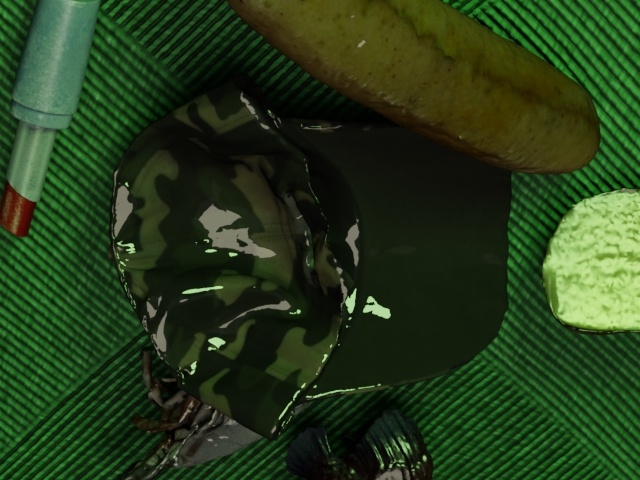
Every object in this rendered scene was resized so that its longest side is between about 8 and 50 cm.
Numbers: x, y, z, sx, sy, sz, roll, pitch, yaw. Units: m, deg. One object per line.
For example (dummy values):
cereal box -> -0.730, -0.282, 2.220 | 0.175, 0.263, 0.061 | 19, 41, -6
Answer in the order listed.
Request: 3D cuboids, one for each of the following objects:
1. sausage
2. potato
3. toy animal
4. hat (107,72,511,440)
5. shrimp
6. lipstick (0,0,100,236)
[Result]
sausage -> 0.102, -0.165, 1.560 | 0.501, 0.136, 0.123 | 25, 130, -37
potato -> 0.366, 0.033, 1.774 | 0.271, 0.160, 0.111 | -5, 161, 1
toy animal -> 0.041, 0.299, 1.859 | 0.218, 0.179, 0.116 | -46, 138, 18
hat -> 0.000, 0.000, 1.732 | 0.381, 0.257, 0.366 | -9, 106, -40
shrimp -> -0.132, 0.181, 1.815 | 0.343, 0.116, 0.145 | -37, 115, 7
lipstick -> -0.281, -0.127, 1.666 | 0.068, 0.061, 0.274 | 13, 117, -13
